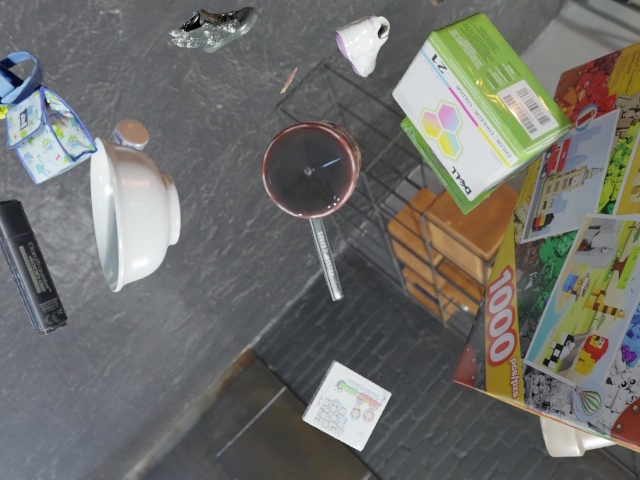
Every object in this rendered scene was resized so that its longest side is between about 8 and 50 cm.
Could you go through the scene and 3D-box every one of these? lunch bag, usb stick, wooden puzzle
[{"bbox_3d":[-0.525,-0.203,1.241,0.128,0.151,0.096,-20,-167,32],"label":"lunch bag"},{"bbox_3d":[-0.579,0.051,1.284,0.045,0.278,0.077,-18,-174,28],"label":"usb stick"},{"bbox_3d":[-0.076,-0.389,1.581,0.083,0.006,0.049,-61,-174,-14],"label":"wooden puzzle"}]

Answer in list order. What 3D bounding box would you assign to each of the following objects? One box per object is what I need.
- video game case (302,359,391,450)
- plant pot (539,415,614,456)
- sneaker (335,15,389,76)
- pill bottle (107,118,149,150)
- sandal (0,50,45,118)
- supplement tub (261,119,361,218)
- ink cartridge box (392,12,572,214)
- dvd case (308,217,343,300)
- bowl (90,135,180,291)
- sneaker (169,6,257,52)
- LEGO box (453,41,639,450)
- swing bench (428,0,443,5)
[{"bbox_3d":[0.059,0.362,1.422,0.143,0.157,0.019,-60,-164,-10],"label":"video game case"},{"bbox_3d":[0.599,0.270,1.315,0.323,0.280,0.323,-7,90,-66],"label":"plant pot"},{"bbox_3d":[0.143,-0.565,1.886,0.152,0.114,0.305,-28,177,12],"label":"sneaker"},{"bbox_3d":[-0.469,-0.217,1.541,0.078,0.078,0.137,-18,162,-48],"label":"pill bottle"},{"bbox_3d":[-0.656,-0.300,1.232,0.317,0.126,0.138,-17,151,-49],"label":"sandal"},{"bbox_3d":[-0.004,-0.092,0.776,0.106,0.106,0.198,-56,-177,13],"label":"supplement tub"},{"bbox_3d":[0.181,-0.143,0.882,0.097,0.189,0.255,-28,168,-28],"label":"ink cartridge box"},{"bbox_3d":[0.000,0.000,1.512,0.029,0.179,0.239,-17,108,-1],"label":"dvd case"},{"bbox_3d":[-0.358,-0.056,1.274,0.134,0.298,0.298,-7,135,-27],"label":"bowl"},{"bbox_3d":[-0.218,-0.441,1.331,0.170,0.051,0.089,-29,151,16],"label":"sneaker"},{"bbox_3d":[0.413,0.004,0.810,0.500,0.193,0.372,-68,-164,-9],"label":"LEGO box"},{"bbox_3d":[0.213,-0.519,0.906,0.254,0.165,0.253,-20,130,16],"label":"swing bench"}]
